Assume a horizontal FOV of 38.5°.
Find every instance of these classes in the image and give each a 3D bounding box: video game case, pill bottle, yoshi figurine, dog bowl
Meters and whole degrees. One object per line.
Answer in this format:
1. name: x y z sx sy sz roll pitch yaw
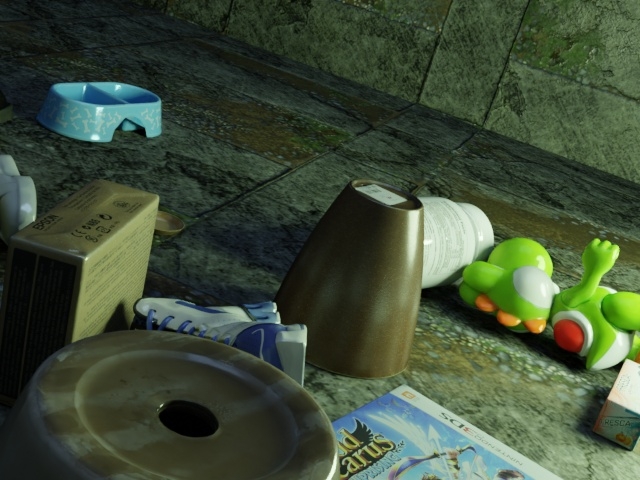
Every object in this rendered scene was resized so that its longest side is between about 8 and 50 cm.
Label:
1. video game case: 0.113 0.268 0.977 0.244 0.061 0.270 27 23 28
2. pill bottle: 0.159 0.005 1.557 0.283 0.160 0.160 -3 29 -45
3. yoshi figurine: 0.421 0.090 1.539 0.362 0.203 0.203 19 4 11
4. dog bowl: -0.450 -0.274 1.914 0.166 0.074 0.297 27 21 24

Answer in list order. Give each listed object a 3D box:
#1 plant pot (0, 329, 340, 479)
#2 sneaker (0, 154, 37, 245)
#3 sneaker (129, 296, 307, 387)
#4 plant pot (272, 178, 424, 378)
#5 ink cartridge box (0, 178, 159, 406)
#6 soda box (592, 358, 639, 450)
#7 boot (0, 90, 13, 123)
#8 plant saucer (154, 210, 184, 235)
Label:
1. plant pot: -0.114 0.224 0.592 0.323 0.280 0.323 16 20 -6
2. sneaker: -0.475 -0.051 1.292 0.123 0.105 0.290 -2 18 -29
3. sneaker: -0.125 0.136 1.020 0.182 0.127 0.315 3 4 -14
4. plant pot: 0.056 0.038 1.284 0.216 0.230 0.215 15 20 -6
5. ink cartridge box: -0.269 0.056 1.025 0.088 0.193 0.234 16 19 3
6. soda box: 0.452 0.236 1.341 0.063 0.058 0.183 25 22 20
7. boot: -0.673 -0.312 1.523 0.131 0.260 0.348 11 13 38
8. plant saucer: -0.265 -0.027 1.503 0.084 0.015 0.083 15 20 -5
